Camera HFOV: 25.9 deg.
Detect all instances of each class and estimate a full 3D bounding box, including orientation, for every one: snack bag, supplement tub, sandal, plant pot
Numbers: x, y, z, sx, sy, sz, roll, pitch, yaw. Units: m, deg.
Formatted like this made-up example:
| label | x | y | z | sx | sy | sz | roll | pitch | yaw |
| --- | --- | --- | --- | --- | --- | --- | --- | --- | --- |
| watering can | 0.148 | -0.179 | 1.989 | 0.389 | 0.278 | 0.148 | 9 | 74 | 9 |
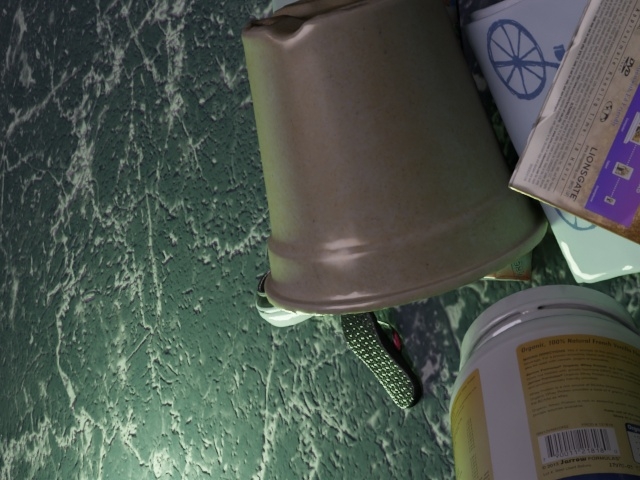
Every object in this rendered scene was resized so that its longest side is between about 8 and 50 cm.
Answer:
| label | x | y | z | sx | sy | sz | roll | pitch | yaw |
| --- | --- | --- | --- | --- | --- | --- | --- | --- | --- |
| snack bag | 0.300 | -0.123 | 1.384 | 0.342 | 0.037 | 0.323 | -17 | 99 | 62 |
| supplement tub | 0.245 | 0.217 | 1.355 | 0.228 | 0.228 | 0.316 | -57 | 20 | 35 |
| sandal | 0.084 | 0.144 | 1.838 | 0.179 | 0.040 | 0.067 | 56 | 137 | 24 |
| plant pot | 0.058 | -0.123 | 1.552 | 0.334 | 0.333 | 0.305 | 8 | 118 | 56 |

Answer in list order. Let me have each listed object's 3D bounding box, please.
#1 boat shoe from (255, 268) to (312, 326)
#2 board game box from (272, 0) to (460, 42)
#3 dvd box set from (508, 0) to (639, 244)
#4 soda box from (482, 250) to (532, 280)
| label | x | y | z | sx | sy | sz | roll | pitch | yaw |
| --- | --- | --- | --- | --- | --- | --- | --- | --- | --- |
| boat shoe | 0.000 | 0.000 | 1.874 | 0.335 | 0.119 | 0.121 | -39 | 29 | 39 |
| board game box | 0.053 | -0.348 | 1.768 | 0.097 | 0.224 | 0.303 | -25 | 67 | 55 |
| dvd box set | 0.405 | -0.100 | 1.151 | 0.420 | 0.062 | 0.308 | 25 | 101 | 22 |
| soda box | 0.177 | 0.016 | 1.690 | 0.183 | 0.058 | 0.063 | 0 | 86 | 55 |
